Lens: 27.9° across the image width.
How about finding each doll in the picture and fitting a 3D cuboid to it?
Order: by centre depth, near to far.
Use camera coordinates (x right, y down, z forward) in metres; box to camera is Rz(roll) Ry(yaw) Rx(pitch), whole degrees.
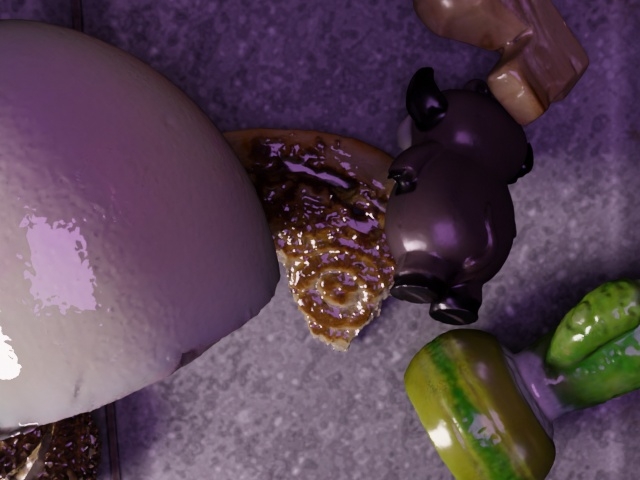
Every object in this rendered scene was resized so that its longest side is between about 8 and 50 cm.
[{"bbox_3d":[0.136,-0.047,1.280,0.117,0.257,0.182,-19,142,41],"label":"doll"}]

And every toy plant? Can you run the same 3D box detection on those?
[{"bbox_3d":[0.256,0.126,1.318,0.316,0.224,0.184,-30,61,6],"label":"toy plant"}]

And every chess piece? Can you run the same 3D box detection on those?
[{"bbox_3d":[0.153,-0.252,1.267,0.137,0.137,0.301,-40,106,9],"label":"chess piece"}]

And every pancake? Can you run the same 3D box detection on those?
[{"bbox_3d":[0.000,0.000,1.379,0.266,0.057,0.244,5,111,5],"label":"pancake"}]

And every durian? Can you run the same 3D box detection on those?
[{"bbox_3d":[-0.327,0.227,1.387,0.196,0.167,0.196,-6,105,-24],"label":"durian"}]

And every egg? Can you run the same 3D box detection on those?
[{"bbox_3d":[-0.251,-0.043,1.203,0.355,0.354,0.339,-22,105,6],"label":"egg"}]
